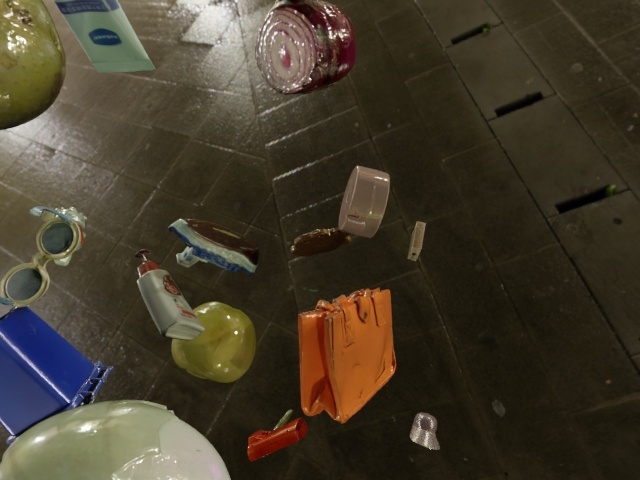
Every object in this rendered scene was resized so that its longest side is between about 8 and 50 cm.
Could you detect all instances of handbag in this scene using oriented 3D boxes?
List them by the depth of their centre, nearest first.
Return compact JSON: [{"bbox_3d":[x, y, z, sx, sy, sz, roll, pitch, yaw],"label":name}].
[{"bbox_3d":[0.094,0.301,1.230,0.116,0.410,0.304,-1,94,30],"label":"handbag"}]

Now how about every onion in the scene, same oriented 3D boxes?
[{"bbox_3d":[-0.028,-0.384,0.790,0.139,0.218,0.195,-25,22,-30],"label":"onion"}]

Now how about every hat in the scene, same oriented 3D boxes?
[{"bbox_3d":[0.209,0.368,0.848,0.058,0.087,0.042,16,100,8],"label":"hat"}]

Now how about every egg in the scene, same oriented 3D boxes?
[{"bbox_3d":[-0.298,0.383,0.641,0.335,0.278,0.279,0,61,-7],"label":"egg"}]

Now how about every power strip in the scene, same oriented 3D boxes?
[{"bbox_3d":[0.096,-0.087,0.963,0.078,0.154,0.154,14,67,-5],"label":"power strip"}]

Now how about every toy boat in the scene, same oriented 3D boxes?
[{"bbox_3d":[-0.269,0.030,1.097,0.115,0.262,0.114,-54,36,21],"label":"toy boat"}]

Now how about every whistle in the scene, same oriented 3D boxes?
[{"bbox_3d":[-0.851,-0.022,1.454,0.101,0.106,0.253,-2,51,-13],"label":"whistle"}]

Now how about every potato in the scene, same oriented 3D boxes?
[{"bbox_3d":[-0.409,-0.200,0.444,0.251,0.159,0.175,-11,72,-18],"label":"potato"}]

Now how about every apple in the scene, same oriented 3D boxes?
[{"bbox_3d":[-0.364,0.354,1.508,0.291,0.292,0.254,12,65,28],"label":"apple"}]

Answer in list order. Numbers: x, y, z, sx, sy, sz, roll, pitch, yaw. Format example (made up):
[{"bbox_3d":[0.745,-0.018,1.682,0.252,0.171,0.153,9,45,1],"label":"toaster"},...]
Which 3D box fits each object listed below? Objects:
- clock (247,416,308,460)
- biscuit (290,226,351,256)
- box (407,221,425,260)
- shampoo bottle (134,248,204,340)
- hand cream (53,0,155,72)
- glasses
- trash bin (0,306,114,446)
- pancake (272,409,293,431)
[{"bbox_3d":[-0.117,0.543,1.204,0.155,0.113,0.061,-24,77,6],"label":"clock"},{"bbox_3d":[0.000,0.000,1.706,0.290,0.208,0.041,-26,65,38],"label":"biscuit"},{"bbox_3d":[0.235,0.001,1.059,0.024,0.053,0.083,16,55,7],"label":"box"},{"bbox_3d":[-0.420,0.129,1.147,0.071,0.153,0.284,-36,68,2],"label":"shampoo bottle"},{"bbox_3d":[-0.360,-0.386,0.633,0.109,0.321,0.067,0,60,7],"label":"hand cream"},{"bbox_3d":[-0.491,0.034,0.749,0.220,0.088,0.190,-4,54,60],"label":"glasses"},{"bbox_3d":[-0.546,0.246,0.826,0.184,0.235,0.162,-31,17,3],"label":"trash bin"},{"bbox_3d":[-0.121,0.570,1.345,0.017,0.108,0.108,35,81,18],"label":"pancake"}]
